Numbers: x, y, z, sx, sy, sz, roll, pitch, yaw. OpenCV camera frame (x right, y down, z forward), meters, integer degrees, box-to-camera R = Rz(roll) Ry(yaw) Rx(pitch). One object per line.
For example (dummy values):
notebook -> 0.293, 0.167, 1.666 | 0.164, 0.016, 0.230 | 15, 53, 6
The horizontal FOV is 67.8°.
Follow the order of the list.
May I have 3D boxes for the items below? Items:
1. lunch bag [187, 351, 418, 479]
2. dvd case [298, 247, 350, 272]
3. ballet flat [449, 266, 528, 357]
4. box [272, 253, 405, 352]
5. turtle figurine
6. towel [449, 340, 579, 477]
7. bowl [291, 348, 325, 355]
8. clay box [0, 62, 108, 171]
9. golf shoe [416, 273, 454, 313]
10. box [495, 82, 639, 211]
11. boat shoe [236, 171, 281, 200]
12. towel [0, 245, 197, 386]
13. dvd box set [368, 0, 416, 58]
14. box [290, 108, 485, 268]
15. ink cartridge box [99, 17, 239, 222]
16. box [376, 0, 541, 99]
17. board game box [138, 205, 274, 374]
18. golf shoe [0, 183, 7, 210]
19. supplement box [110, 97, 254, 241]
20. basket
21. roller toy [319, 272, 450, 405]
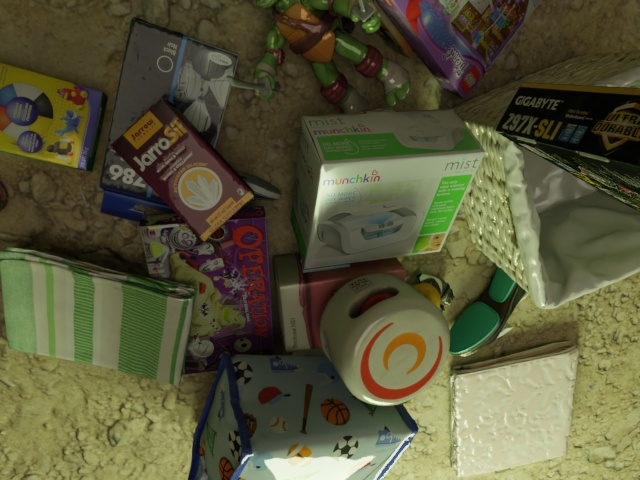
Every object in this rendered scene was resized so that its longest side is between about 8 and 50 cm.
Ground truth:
lunch bag -> -0.063, 0.396, 0.902 | 0.327, 0.239, 0.386 | 5, 124, -24
dvd case -> 0.000, 0.000, 0.875 | 0.087, 0.120, 0.013 | -8, 148, -8
ballet flat -> 0.383, 0.144, 1.016 | 0.096, 0.095, 0.281 | 24, 106, -31
box -> 0.034, 0.106, 0.911 | 0.232, 0.127, 0.149 | -8, 114, -8
turtle figurine -> 0.005, -0.256, 0.697 | 0.266, 0.275, 0.198 | 30, 104, -35
towel -> 0.468, 0.417, 1.162 | 0.316, 0.053, 0.332 | -9, 113, -6
bowl -> 0.010, 0.230, 0.998 | 0.142, 0.053, 0.142 | -9, 113, -6
clay box -> -0.455, -0.192, 0.720 | 0.221, 0.053, 0.128 | 12, 92, -17
golf shoe -> 0.188, 0.156, 0.998 | 0.093, 0.077, 0.198 | 32, 96, -10
box -> 0.405, -0.074, 0.550 | 0.321, 0.257, 0.079 | 23, 106, -16
boat shoe -> -0.134, -0.091, 0.828 | 0.142, 0.049, 0.040 | 14, 117, -39
towel -> -0.394, 0.143, 0.841 | 0.324, 0.038, 0.248 | 14, 122, -6
dvd box set -> 0.105, -0.478, 0.605 | 0.308, 0.062, 0.420 | -54, 144, 12
box -> 0.095, -0.087, 0.790 | 0.261, 0.127, 0.231 | -6, 140, -16
ink cartridge box -> -0.255, -0.166, 0.781 | 0.165, 0.065, 0.333 | 13, 110, -16
box -> 0.212, -0.370, 0.712 | 0.201, 0.057, 0.293 | -53, 143, 11
board game box -> -0.196, 0.104, 0.880 | 0.208, 0.056, 0.347 | -8, 123, -12
golf shoe -> -0.570, -0.113, 0.730 | 0.067, 0.086, 0.186 | -32, 113, 4
supplement box -> -0.200, -0.105, 0.715 | 0.104, 0.081, 0.188 | -43, 102, 1
basket -> 0.429, -0.124, 0.817 | 0.331, 0.266, 0.329 | -23, 114, 0
roller toy -> 0.102, 0.156, 0.795 | 0.191, 0.146, 0.209 | 20, 99, -25
